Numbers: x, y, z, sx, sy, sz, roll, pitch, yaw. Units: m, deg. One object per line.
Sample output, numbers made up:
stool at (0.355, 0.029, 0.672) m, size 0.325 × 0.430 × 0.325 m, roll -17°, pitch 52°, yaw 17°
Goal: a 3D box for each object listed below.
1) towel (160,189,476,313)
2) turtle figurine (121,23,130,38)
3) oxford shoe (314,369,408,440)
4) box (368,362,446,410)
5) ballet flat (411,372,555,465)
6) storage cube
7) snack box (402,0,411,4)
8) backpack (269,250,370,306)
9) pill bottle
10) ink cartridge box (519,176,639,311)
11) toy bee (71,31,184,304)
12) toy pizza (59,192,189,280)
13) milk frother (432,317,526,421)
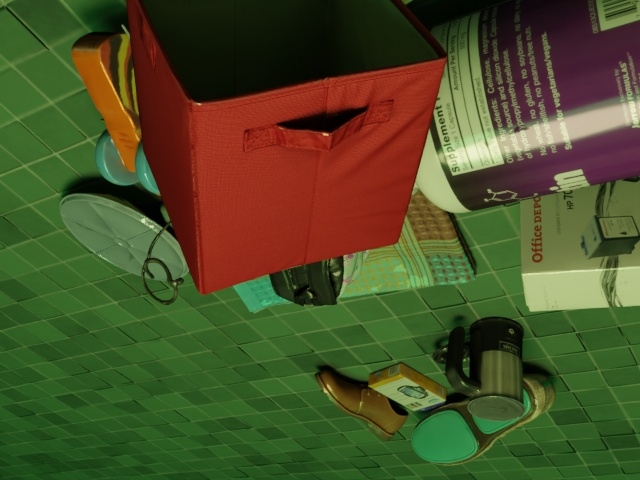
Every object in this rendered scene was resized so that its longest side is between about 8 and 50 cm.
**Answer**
towel at (0.000, 0.000, 1.003) m, size 0.370 × 0.040 × 0.271 m, roll -9°, pitch 139°, yaw 24°
turtle figurine at (-0.074, -0.181, 0.724) m, size 0.175 × 0.118 × 0.234 m, roll -45°, pitch 128°, yaw 9°
oxford shoe at (0.077, 0.286, 1.349) m, size 0.212 × 0.076 × 0.076 m, roll 37°, pitch 106°, yaw -27°
box at (0.162, 0.268, 1.322) m, size 0.136 × 0.028 × 0.081 m, roll 32°, pitch 138°, yaw -29°
ballet flat at (0.292, 0.316, 1.296) m, size 0.106 × 0.108 × 0.316 m, roll -10°, pitch 160°, yaw -40°
storage cube at (-0.040, -0.101, 0.581) m, size 0.183 × 0.215 × 0.193 m, roll -15°, pitch 142°, yaw -19°
snack box at (0.063, -0.306, 0.564) m, size 0.174 × 0.070 × 0.207 m, roll -22°, pitch 133°, yaw 37°
backpack at (-0.006, -0.014, 0.857) m, size 0.152 × 0.115 × 0.182 m, roll 10°, pitch 123°, yaw 33°
pill bottle at (0.191, -0.129, 0.671) m, size 0.322 × 0.182 × 0.181 m, roll -12°, pitch 137°, yaw 28°
ink cartridge box at (0.329, 0.000, 0.839) m, size 0.190 × 0.140 × 0.082 m, roll -5°, pitch 141°, yaw 19°
toy bee at (-0.175, -0.105, 0.847) m, size 0.195 × 0.162 × 0.298 m, roll 32°, pitch 135°, yaw 24°
toy pizza at (-0.274, -0.009, 1.044) m, size 0.201 × 0.032 × 0.201 m, roll 18°, pitch 151°, yaw 10°
milk frother at (0.242, 0.208, 1.136) m, size 0.129 × 0.135 × 0.143 m, roll 11°, pitch 143°, yaw 0°
